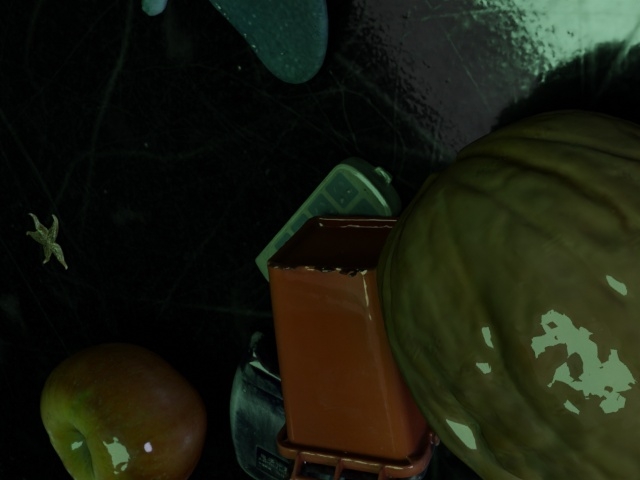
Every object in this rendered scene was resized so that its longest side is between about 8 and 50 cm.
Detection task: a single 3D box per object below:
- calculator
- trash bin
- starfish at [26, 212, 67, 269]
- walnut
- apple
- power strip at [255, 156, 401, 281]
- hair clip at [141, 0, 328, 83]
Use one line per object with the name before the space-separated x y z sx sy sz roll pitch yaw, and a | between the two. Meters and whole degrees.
calculator | -0.042 0.247 0.921 0.177 0.040 0.268 22 130 22
trash bin | 0.031 0.108 0.689 0.161 0.184 0.239 1 118 25
starfish | -0.386 0.000 1.021 0.086 0.016 0.092 40 126 6
walnut | 0.192 0.062 0.526 0.313 0.252 0.277 53 138 4
apple | -0.262 0.242 0.974 0.235 0.173 0.210 51 135 11
power strip | 0.000 0.000 0.764 0.080 0.029 0.227 46 130 3
hair clip | -0.137 -0.329 0.547 0.318 0.238 0.392 33 128 17
